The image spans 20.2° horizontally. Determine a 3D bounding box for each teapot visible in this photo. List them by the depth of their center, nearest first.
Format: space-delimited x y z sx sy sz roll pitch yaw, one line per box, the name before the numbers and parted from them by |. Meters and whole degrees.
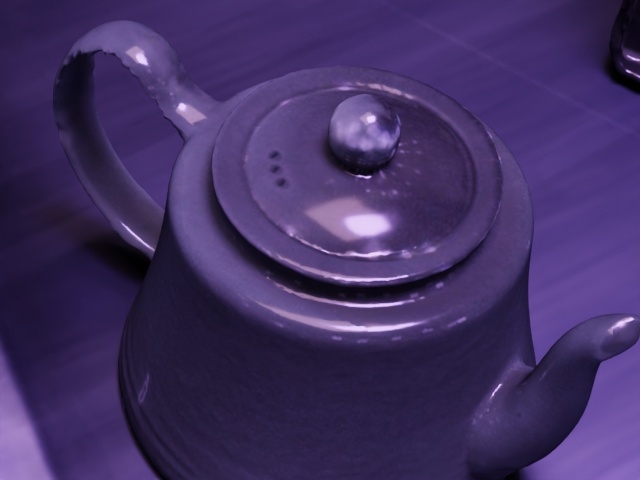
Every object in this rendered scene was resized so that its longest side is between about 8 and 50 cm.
teapot | 0.000 0.000 0.647 0.239 0.149 0.162 32 55 19

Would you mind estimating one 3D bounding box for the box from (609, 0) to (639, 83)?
box | 0.295 -0.234 0.810 0.204 0.251 0.345 21 51 12
